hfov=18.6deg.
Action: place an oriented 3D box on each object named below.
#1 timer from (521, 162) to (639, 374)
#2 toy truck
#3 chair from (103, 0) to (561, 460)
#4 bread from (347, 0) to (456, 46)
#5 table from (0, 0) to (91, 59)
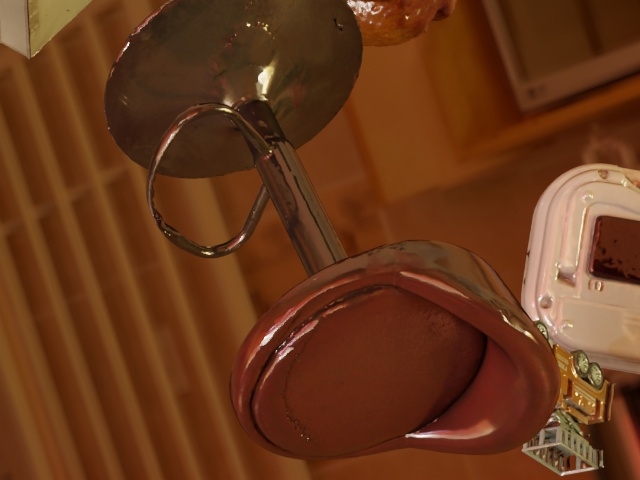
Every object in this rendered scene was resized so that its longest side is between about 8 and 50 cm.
[{"bbox_3d":[0.370,0.036,2.293,0.262,0.237,0.087,9,-5,-4],"label":"timer"},{"bbox_3d":[0.236,0.167,2.103,0.080,0.115,0.177,-16,-36,36],"label":"toy truck"},{"bbox_3d":[0.000,0.000,1.478,0.226,0.401,0.226,-16,-40,-14],"label":"chair"},{"bbox_3d":[0.070,-0.330,2.046,0.135,0.247,0.232,15,44,30],"label":"bread"},{"bbox_3d":[-0.284,-0.310,1.853,0.121,0.111,0.240,-50,-19,-33],"label":"table"}]
